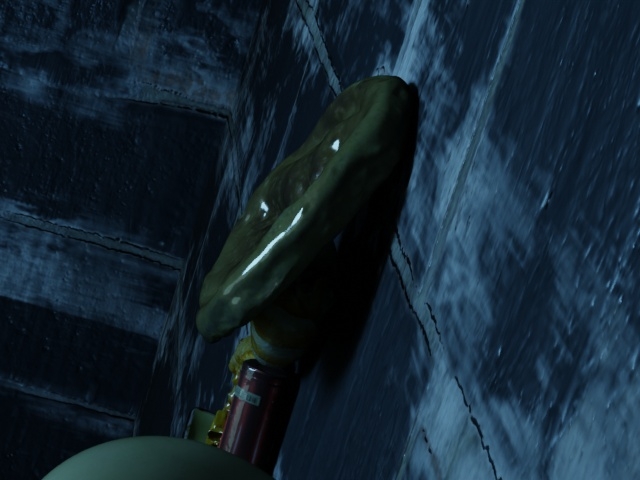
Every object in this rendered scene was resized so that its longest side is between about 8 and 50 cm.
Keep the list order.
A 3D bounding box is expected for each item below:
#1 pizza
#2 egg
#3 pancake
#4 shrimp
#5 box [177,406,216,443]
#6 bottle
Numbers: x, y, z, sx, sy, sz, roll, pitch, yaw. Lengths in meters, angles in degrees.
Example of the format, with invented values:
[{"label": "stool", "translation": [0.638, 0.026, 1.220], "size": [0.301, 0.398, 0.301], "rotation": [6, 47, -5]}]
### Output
[{"label": "pizza", "translation": [-0.081, 0.169, 1.965], "size": [0.182, 0.062, 0.161], "rotation": [-120, 45, -77]}, {"label": "egg", "translation": [-0.100, 0.233, 1.320], "size": [0.186, 0.242, 0.186], "rotation": [-42, 37, 42]}, {"label": "pancake", "translation": [-0.021, -0.031, 1.672], "size": [0.294, 0.049, 0.294], "rotation": [-48, 13, 14]}, {"label": "shrimp", "translation": [-0.014, 0.031, 1.838], "size": [0.287, 0.068, 0.185], "rotation": [-68, 3, -61]}, {"label": "box", "translation": [-0.169, 0.312, 2.197], "size": [0.120, 0.069, 0.224], "rotation": [-76, 9, -60]}, {"label": "bottle", "translation": [-0.071, 0.201, 1.853], "size": [0.060, 0.060, 0.164], "rotation": [-116, 42, -78]}]
